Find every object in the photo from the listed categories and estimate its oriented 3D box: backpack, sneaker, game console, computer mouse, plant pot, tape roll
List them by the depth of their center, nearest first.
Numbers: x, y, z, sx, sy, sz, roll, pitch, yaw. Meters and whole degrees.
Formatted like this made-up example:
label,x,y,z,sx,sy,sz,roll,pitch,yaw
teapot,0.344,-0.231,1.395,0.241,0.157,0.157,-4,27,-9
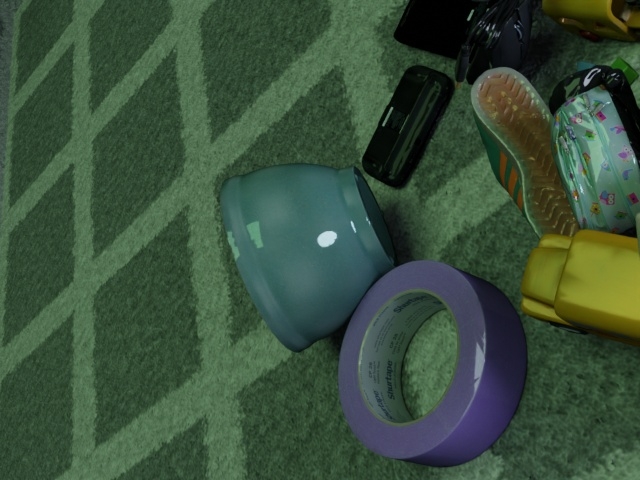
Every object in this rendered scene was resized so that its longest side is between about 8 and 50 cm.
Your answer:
label,x,y,z,sx,sy,sz,roll,pitch,yaw
backpack,0.334,-0.096,1.069,0.115,0.152,0.182,-21,72,26
sneaker,0.296,-0.084,1.205,0.108,0.121,0.302,-25,68,6
computer mouse,0.243,-0.257,1.262,0.184,0.060,0.262,-51,-10,-19
tape roll,0.148,0.169,1.264,0.275,0.090,0.275,-25,55,43
plant pot,0.000,0.000,1.403,0.196,0.293,0.293,-24,51,11
game console,0.166,-0.265,1.488,0.213,0.044,0.361,36,101,54

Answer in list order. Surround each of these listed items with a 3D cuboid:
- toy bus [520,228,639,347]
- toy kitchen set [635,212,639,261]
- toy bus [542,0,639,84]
label,x,y,z,sx,sy,sz,roll,pitch,yaw
toy bus,0.371,0.066,0.976,0.333,0.130,0.108,14,84,37
toy kitchen set,0.425,-0.011,0.860,0.207,0.122,0.166,-1,31,34
toy bus,0.388,-0.318,1.187,0.202,0.104,0.191,-36,48,36
